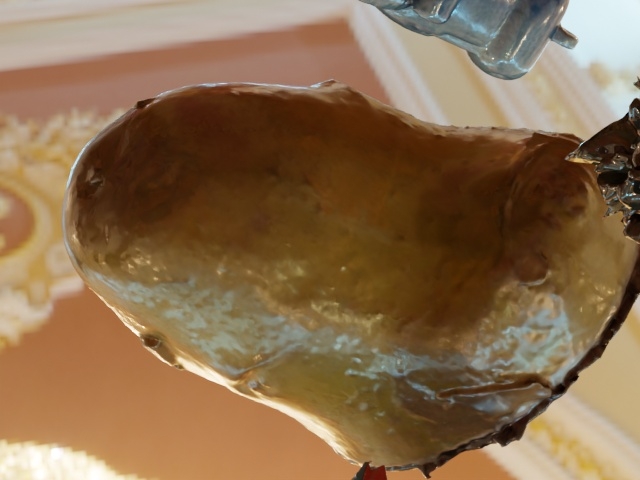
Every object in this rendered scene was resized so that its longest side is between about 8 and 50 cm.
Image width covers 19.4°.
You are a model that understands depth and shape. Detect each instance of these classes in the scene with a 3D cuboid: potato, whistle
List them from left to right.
[{"bbox_3d":[0.000,0.000,1.414,0.397,0.296,0.290,-2,-113,43],"label":"potato"},{"bbox_3d":[0.046,-0.178,1.158,0.269,0.093,0.180,22,-162,-14],"label":"whistle"}]

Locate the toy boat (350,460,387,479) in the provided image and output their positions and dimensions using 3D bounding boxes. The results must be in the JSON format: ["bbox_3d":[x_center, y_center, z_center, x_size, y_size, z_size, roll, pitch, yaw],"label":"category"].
[{"bbox_3d":[-0.011,0.202,1.136,0.149,0.034,0.105,-24,-132,27],"label":"toy boat"}]

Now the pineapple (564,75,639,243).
[{"bbox_3d":[0.261,-0.026,0.901,0.202,0.202,0.362,-18,-168,-22],"label":"pineapple"}]
